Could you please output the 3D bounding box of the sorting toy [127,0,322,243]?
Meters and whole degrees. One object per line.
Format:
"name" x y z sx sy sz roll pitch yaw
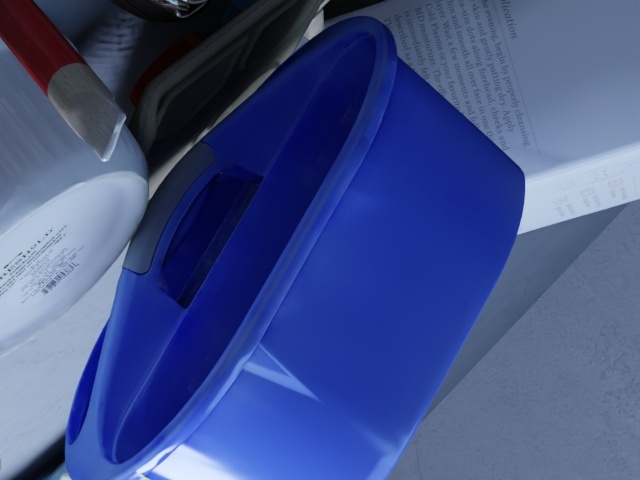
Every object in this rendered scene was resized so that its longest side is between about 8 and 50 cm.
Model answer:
"sorting toy" -0.092 -0.080 1.141 0.229 0.041 0.307 -47 176 -32

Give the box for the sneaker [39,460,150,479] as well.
"sneaker" -0.212 0.229 1.571 0.319 0.127 0.208 -42 171 -49

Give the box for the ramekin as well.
"ramekin" -0.193 -0.018 0.940 0.207 0.109 0.207 -41 166 -13

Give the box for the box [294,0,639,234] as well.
"box" 0.170 -0.110 1.281 0.345 0.168 0.215 -17 169 10

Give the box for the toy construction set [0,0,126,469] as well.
"toy construction set" -0.199 0.043 0.701 0.309 0.237 0.257 -48 133 3

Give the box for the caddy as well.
"caddy" -0.032 0.022 1.032 0.341 0.179 0.241 -61 -160 -12

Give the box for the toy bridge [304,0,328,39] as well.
"toy bridge" 0.053 -0.223 1.202 0.188 0.026 0.063 -40 164 -12

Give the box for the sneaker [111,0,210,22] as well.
"sneaker" -0.086 -0.149 0.934 0.066 0.071 0.188 -45 165 1
